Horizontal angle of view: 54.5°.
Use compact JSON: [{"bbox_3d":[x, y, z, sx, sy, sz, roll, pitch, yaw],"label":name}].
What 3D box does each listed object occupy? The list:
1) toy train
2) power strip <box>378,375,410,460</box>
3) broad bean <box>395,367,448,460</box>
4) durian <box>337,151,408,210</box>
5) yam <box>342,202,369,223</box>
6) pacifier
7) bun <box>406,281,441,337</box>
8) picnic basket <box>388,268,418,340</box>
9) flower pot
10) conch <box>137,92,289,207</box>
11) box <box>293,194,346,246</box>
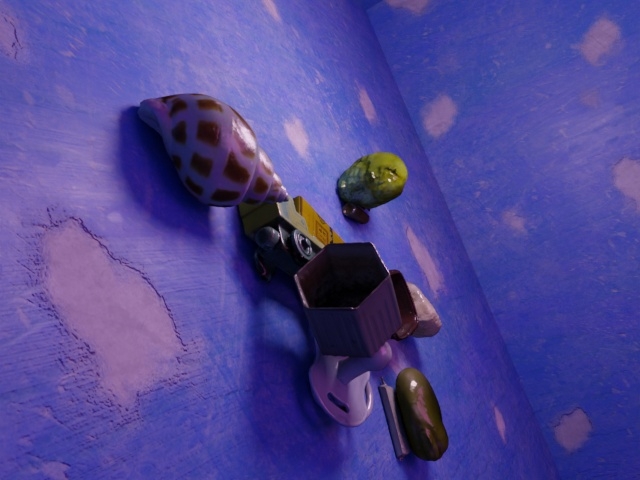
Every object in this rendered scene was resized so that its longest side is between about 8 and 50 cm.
[{"bbox_3d":[-0.056,0.024,1.648,0.369,0.150,0.237,40,28,-48],"label":"toy train"},{"bbox_3d":[0.220,0.531,1.873,0.060,0.027,0.252,26,45,-56],"label":"power strip"},{"bbox_3d":[0.310,0.537,1.921,0.238,0.119,0.290,43,28,-60],"label":"broad bean"},{"bbox_3d":[0.202,-0.215,2.277,0.256,0.340,0.204,-38,105,-37],"label":"durian"},{"bbox_3d":[0.130,-0.098,2.262,0.132,0.054,0.054,27,44,-56],"label":"yam"},{"bbox_3d":[0.090,0.323,1.545,0.238,0.226,0.287,41,33,-17],"label":"pacifier"},{"bbox_3d":[0.328,0.261,2.226,0.220,0.134,0.220,55,-8,12],"label":"bun"},{"bbox_3d":[0.204,0.223,2.012,0.297,0.129,0.222,-14,82,-66],"label":"picnic basket"},{"bbox_3d":[0.066,0.142,1.477,0.239,0.209,0.189,-43,136,-25],"label":"flower pot"},{"bbox_3d":[-0.234,-0.197,1.417,0.367,0.197,0.249,57,4,-32],"label":"conch"},{"bbox_3d":[0.000,0.001,1.911,0.279,0.041,0.153,46,31,-39],"label":"box"}]
